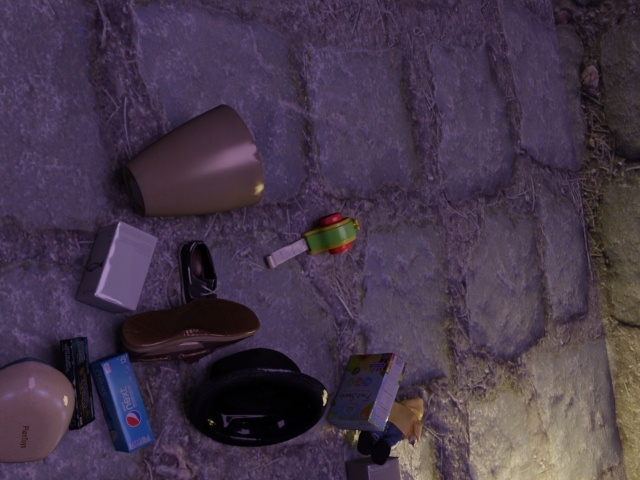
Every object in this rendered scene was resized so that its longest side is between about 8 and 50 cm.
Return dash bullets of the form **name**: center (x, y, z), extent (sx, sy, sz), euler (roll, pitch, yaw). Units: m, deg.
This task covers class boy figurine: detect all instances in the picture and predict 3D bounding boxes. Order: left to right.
- **boy figurine**: center (0.207, 0.520, 2.228), extent (0.285, 0.177, 0.092), euler (-26, 137, -58)

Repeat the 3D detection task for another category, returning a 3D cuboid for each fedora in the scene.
- **fedora**: center (-0.154, 0.363, 1.905), extent (0.334, 0.334, 0.152), euler (31, 28, -33)

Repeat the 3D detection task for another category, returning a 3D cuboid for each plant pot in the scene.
- **plant pot**: center (-0.314, -0.160, 1.851), extent (0.274, 0.256, 0.256), euler (-23, 98, -25)

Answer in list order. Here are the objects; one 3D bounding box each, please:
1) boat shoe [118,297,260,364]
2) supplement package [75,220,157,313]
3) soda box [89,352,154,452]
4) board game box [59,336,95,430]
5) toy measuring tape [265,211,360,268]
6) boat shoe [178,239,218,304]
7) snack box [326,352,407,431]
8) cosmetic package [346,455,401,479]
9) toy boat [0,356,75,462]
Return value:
- **boat shoe**: center (-0.309, 0.227, 1.841), extent (0.342, 0.123, 0.123), euler (-8, 49, -36)
- **supplement package**: center (-0.457, 0.063, 1.755), extent (0.105, 0.105, 0.179), euler (28, 64, -35)
- **soda box**: center (-0.441, 0.359, 1.734), extent (0.067, 0.071, 0.210), euler (-19, 94, -41)
- **board game box**: center (-0.513, 0.299, 1.657), extent (0.026, 0.126, 0.186), euler (-7, 85, -3)
- **toy measuring tape**: center (0.000, 0.000, 2.156), extent (0.330, 0.121, 0.121), euler (-25, 98, -41)
- **boat shoe**: center (-0.289, 0.113, 1.910), extent (0.084, 0.079, 0.232), euler (-13, 94, -42)
- **snack box**: center (0.127, 0.415, 2.147), extent (0.070, 0.175, 0.207), euler (38, 59, -28)
- **cosmetic package**: center (0.157, 0.723, 2.165), extent (0.127, 0.107, 0.237), euler (-4, 88, -38)
- **toy boat**: center (-0.639, 0.309, 1.502), extent (0.319, 0.267, 0.148), euler (8, 36, -27)
